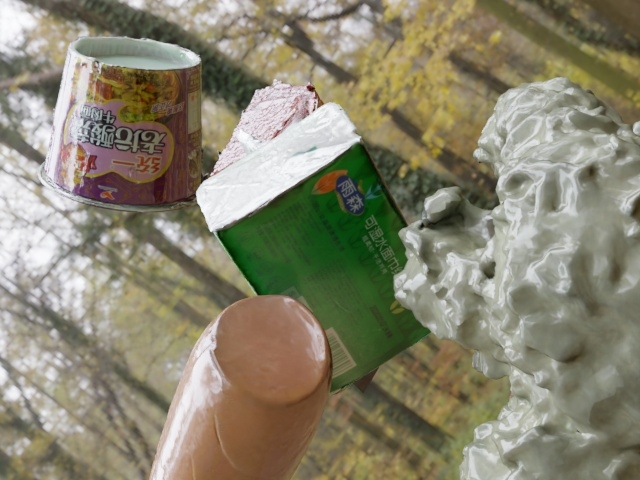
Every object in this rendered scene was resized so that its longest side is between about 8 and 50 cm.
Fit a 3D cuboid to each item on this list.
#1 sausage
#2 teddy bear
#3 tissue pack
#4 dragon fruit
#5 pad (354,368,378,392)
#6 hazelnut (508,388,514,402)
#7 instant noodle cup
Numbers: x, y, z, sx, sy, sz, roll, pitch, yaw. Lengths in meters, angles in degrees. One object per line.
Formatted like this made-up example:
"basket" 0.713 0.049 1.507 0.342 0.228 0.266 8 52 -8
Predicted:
"sausage" -0.078 0.179 0.869 0.121 0.121 0.304 -44 -17 -45
"teddy bear" 0.205 0.095 0.709 0.224 0.357 0.368 -3 -64 -68
"tissue pack" 0.001 -0.002 0.903 0.148 0.209 0.156 -31 32 1
"dragon fruit" -0.060 -0.124 1.474 0.189 0.163 0.262 90 -167 -48
"pad" 0.042 0.089 1.235 0.004 0.127 0.190 -41 6 37
"hazelnut" 0.410 0.245 1.556 0.218 0.233 0.218 0 -90 -77
"instant noodle cup" -0.360 -0.235 1.929 0.340 0.339 0.266 -36 -40 -62
